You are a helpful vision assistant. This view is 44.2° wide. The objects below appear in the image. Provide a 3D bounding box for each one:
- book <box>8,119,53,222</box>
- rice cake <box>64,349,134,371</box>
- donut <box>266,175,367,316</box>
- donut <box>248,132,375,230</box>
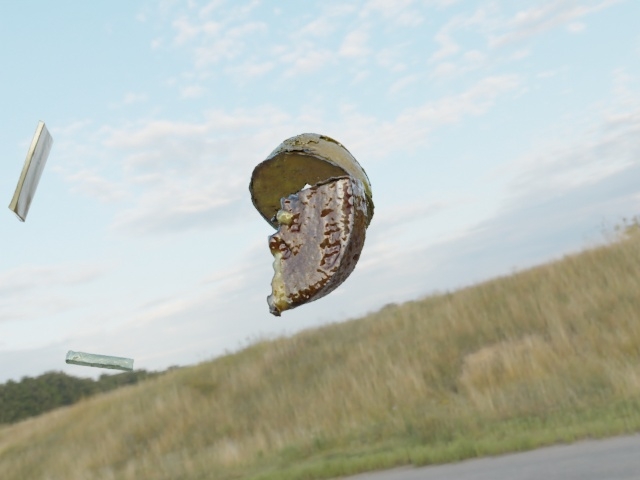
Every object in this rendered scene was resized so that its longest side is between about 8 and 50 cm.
[{"bbox_3d":[-0.612,-0.143,1.673,0.016,0.199,0.138,16,-12,-8],"label":"book"},{"bbox_3d":[-0.394,0.216,1.412,0.121,0.022,0.022,9,-44,-7],"label":"rice cake"},{"bbox_3d":[0.004,0.010,1.141,0.144,0.187,0.126,-7,-3,27],"label":"donut"},{"bbox_3d":[-0.011,-0.109,1.660,0.271,0.107,0.272,10,-43,9],"label":"donut"}]
